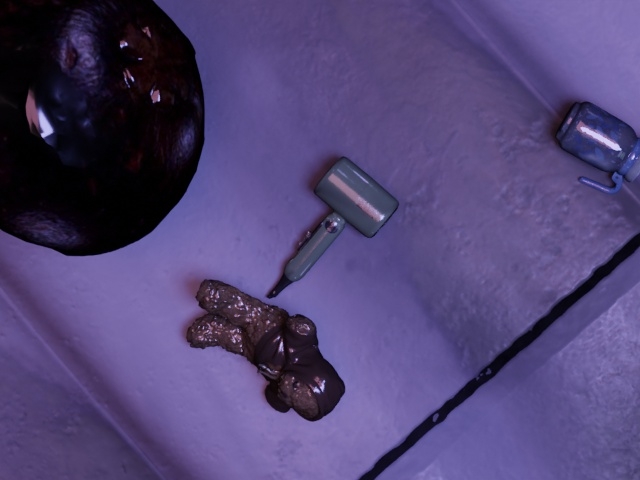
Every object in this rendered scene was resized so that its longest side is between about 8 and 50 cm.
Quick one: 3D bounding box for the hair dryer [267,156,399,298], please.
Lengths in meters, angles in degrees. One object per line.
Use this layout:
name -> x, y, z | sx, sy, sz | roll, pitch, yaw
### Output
hair dryer -> 0.000, 0.000, 1.096 | 0.071, 0.047, 0.150 | 41, 99, 3

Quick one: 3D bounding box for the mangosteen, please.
mangosteen -> -0.239, -0.118, 1.023 | 0.287, 0.287, 0.233 | 24, 82, 5

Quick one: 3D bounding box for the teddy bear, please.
teddy bear -> -0.041, 0.097, 1.081 | 0.160, 0.078, 0.119 | 37, 135, 17

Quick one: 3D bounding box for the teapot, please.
teapot -> 0.252, -0.082, 1.070 | 0.083, 0.049, 0.064 | 31, 92, 4
